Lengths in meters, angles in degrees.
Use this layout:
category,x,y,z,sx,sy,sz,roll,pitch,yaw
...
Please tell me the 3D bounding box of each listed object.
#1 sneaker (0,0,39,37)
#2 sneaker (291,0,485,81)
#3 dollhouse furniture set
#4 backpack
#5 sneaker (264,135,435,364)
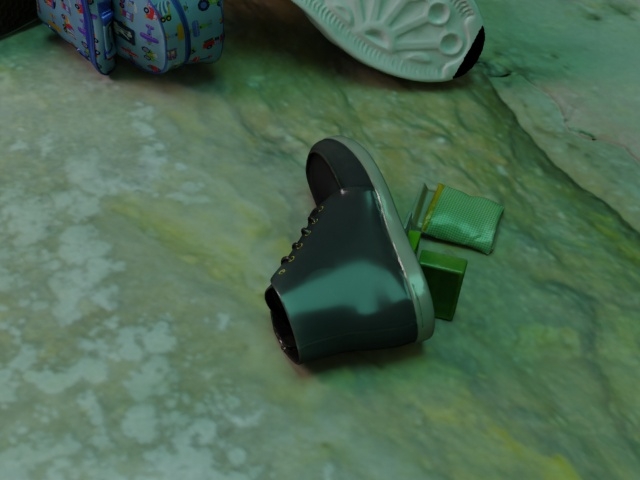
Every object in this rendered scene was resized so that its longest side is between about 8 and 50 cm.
category,x,y,z,sx,sy,sz,roll,pitch,yaw
sneaker,-0.318,-0.276,1.366,0.290,0.106,0.123,-23,55,-40
sneaker,0.012,-0.289,1.391,0.322,0.130,0.236,26,21,-10
dollhouse furniture set,0.108,-0.009,1.157,0.076,0.059,0.152,14,45,9
backpack,-0.173,-0.225,1.297,0.173,0.158,0.117,42,62,18
sneaker,0.000,0.000,1.122,0.118,0.083,0.222,-12,45,-13
